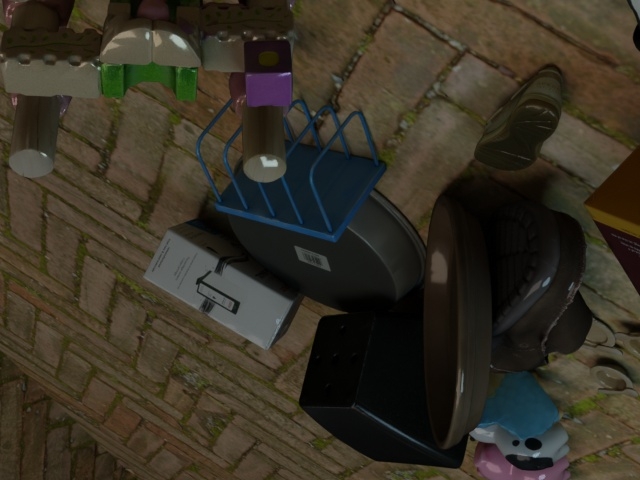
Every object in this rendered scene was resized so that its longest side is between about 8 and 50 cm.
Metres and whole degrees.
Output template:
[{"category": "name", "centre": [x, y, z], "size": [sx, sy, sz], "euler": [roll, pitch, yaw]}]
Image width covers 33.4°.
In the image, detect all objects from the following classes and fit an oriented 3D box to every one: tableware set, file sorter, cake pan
[{"category": "tableware set", "centre": [0.366, 0.143, 1.256], "size": [0.141, 0.020, 0.169], "euler": [2, 140, 47]}, {"category": "file sorter", "centre": [-0.036, -0.091, 1.196], "size": [0.170, 0.118, 0.104], "euler": [16, 146, 32]}, {"category": "cake pan", "centre": [0.000, 0.000, 1.383], "size": [0.293, 0.054, 0.293], "euler": [26, 153, 14]}]

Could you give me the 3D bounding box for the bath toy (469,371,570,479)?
[{"category": "bath toy", "centre": [0.273, 0.307, 1.523], "size": [0.151, 0.129, 0.348], "euler": [57, 173, 42]}]

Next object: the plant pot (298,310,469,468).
[{"category": "plant pot", "centre": [0.084, 0.181, 1.396], "size": [0.167, 0.187, 0.188], "euler": [25, 160, -31]}]

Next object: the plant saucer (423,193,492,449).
[{"category": "plant saucer", "centre": [0.147, 0.088, 1.168], "size": [0.041, 0.278, 0.278], "euler": [0, 151, -3]}]

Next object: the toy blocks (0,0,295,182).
[{"category": "toy blocks", "centre": [-0.151, -0.244, 0.977], "size": [0.288, 0.260, 0.309], "euler": [1, 143, -7]}]

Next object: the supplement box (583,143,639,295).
[{"category": "supplement box", "centre": [0.355, 0.015, 0.862], "size": [0.194, 0.129, 0.191], "euler": [50, 170, -31]}]

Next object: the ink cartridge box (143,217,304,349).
[{"category": "ink cartridge box", "centre": [-0.129, 0.059, 1.522], "size": [0.203, 0.086, 0.148], "euler": [30, -170, 4]}]

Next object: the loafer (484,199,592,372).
[{"category": "loafer", "centre": [0.237, 0.058, 1.168], "size": [0.130, 0.134, 0.366], "euler": [4, 161, -1]}]

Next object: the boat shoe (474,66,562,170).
[{"category": "boat shoe", "centre": [0.188, -0.110, 1.005], "size": [0.056, 0.048, 0.153], "euler": [20, 160, -1]}]

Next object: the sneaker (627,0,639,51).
[{"category": "sneaker", "centre": [0.292, -0.175, 0.673], "size": [0.182, 0.127, 0.315], "euler": [32, 156, -4]}]
